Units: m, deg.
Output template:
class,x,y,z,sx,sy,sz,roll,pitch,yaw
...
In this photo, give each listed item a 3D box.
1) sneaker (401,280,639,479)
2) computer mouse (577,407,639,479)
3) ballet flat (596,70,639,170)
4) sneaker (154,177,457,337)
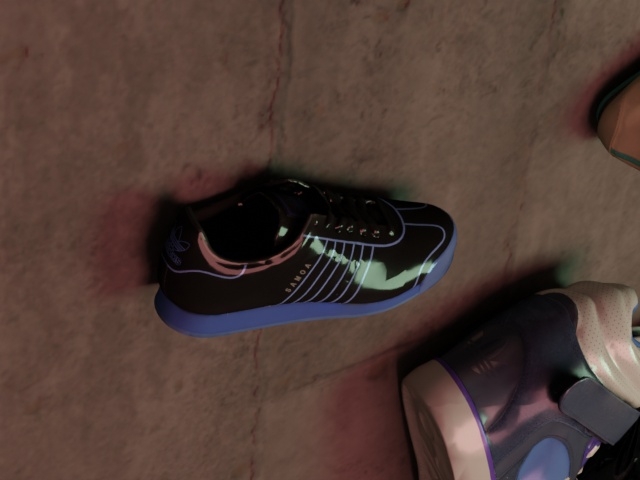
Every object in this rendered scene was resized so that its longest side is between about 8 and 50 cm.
class,x,y,z,sx,sy,sz,roll,pitch,yaw
sneaker,0.205,0.174,1.445,0.236,0.130,0.323,-26,133,-12
computer mouse,0.272,0.213,1.562,0.272,0.072,0.188,91,17,-50
ballet flat,0.321,-0.138,1.295,0.248,0.086,0.086,-42,141,0
sneaker,0.000,0.000,1.156,0.232,0.081,0.090,-14,141,-28
